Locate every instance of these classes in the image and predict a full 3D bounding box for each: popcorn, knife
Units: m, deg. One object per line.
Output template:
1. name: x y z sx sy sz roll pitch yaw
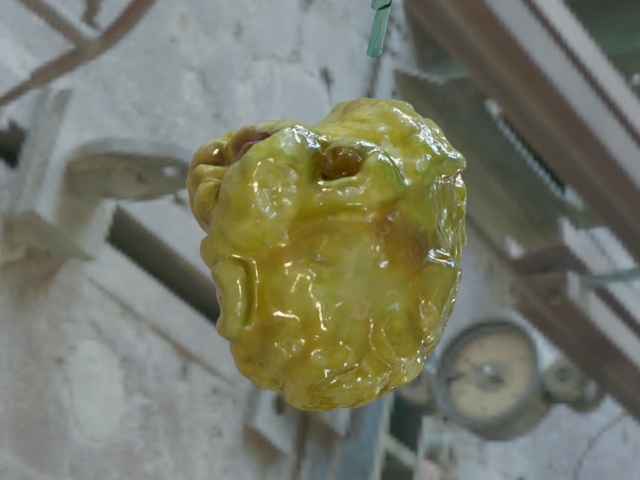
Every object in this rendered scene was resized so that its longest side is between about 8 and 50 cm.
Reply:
1. popcorn: 0.000 0.000 1.069 0.200 0.203 0.226 113 -3 -81
2. knife: 0.037 -0.142 0.949 0.091 0.014 0.005 101 -33 -51
